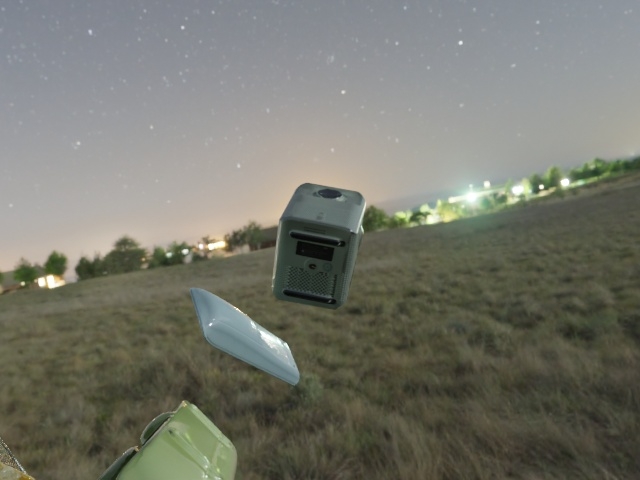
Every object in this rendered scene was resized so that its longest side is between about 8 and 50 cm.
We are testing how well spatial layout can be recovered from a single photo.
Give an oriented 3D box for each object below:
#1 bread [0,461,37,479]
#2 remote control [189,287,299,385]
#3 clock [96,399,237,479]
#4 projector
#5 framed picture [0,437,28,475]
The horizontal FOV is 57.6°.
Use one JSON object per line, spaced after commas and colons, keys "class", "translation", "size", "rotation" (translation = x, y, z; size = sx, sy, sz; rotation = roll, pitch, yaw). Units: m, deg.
{"class": "bread", "translation": [-0.420, 0.298, 0.706], "size": [0.122, 0.073, 0.149], "rotation": [-24, -52, 40]}
{"class": "remote control", "translation": [-0.126, 0.173, 1.039], "size": [0.051, 0.103, 0.293], "rotation": [-35, -41, 8]}
{"class": "clock", "translation": [-0.244, 0.339, 0.612], "size": [0.348, 0.117, 0.286], "rotation": [-45, 0, -8]}
{"class": "projector", "translation": [0.000, 0.000, 1.167], "size": [0.163, 0.177, 0.242], "rotation": [12, 24, 5]}
{"class": "framed picture", "translation": [-0.732, 0.501, 1.332], "size": [0.018, 0.192, 0.265], "rotation": [-37, 1, -26]}
